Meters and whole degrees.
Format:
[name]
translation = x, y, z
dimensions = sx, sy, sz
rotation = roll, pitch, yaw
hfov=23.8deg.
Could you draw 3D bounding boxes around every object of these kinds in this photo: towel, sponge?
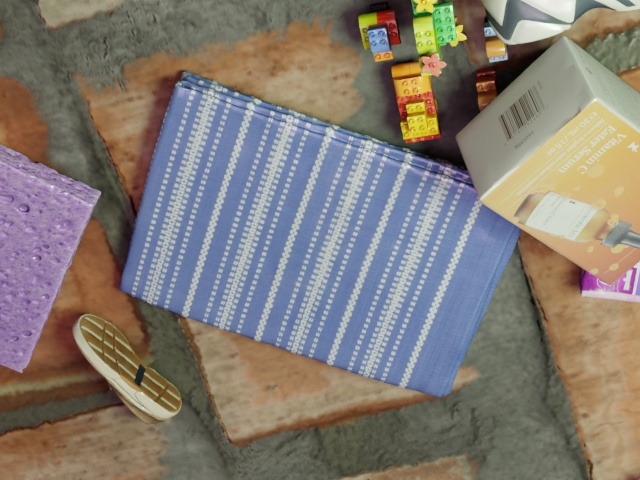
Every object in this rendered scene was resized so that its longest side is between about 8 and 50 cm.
[towel]
translation = 0.000, 0.000, 1.391
dimensions = 0.336, 0.040, 0.243
rotation = 19, 120, 0
[sponge]
translation = -0.298, 0.018, 1.435
dimensions = 0.117, 0.031, 0.210
rotation = 25, 118, -6

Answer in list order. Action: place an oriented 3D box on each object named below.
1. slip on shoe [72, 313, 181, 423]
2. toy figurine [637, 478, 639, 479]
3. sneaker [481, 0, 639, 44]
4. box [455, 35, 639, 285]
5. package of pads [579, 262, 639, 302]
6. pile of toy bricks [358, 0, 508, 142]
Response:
[slip on shoe]
translation = -0.194, 0.128, 1.472
dimensions = 0.041, 0.051, 0.135
rotation = -32, 116, 33
[toy figurine]
translation = 0.319, 0.301, 1.479
dimensions = 0.173, 0.130, 0.159
rotation = 6, 106, 31
[sneaker]
translation = 0.227, -0.262, 1.187
dimensions = 0.235, 0.094, 0.153
rotation = -16, 114, 15
[box]
translation = 0.222, -0.063, 1.263
dimensions = 0.170, 0.091, 0.130
rotation = 30, 119, -32
[package of pads]
translation = 0.277, 0.029, 1.367
dimensions = 0.083, 0.032, 0.050
rotation = 7, 115, 3
[pile of toy bricks]
translation = 0.089, -0.171, 1.245
dimensions = 0.118, 0.105, 0.212
rotation = -9, 116, 11
